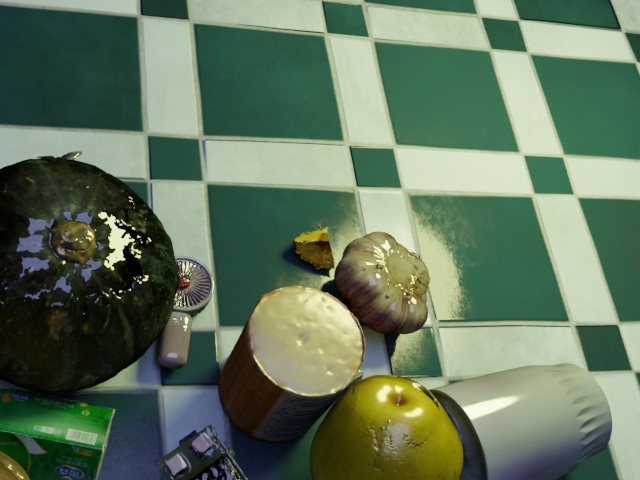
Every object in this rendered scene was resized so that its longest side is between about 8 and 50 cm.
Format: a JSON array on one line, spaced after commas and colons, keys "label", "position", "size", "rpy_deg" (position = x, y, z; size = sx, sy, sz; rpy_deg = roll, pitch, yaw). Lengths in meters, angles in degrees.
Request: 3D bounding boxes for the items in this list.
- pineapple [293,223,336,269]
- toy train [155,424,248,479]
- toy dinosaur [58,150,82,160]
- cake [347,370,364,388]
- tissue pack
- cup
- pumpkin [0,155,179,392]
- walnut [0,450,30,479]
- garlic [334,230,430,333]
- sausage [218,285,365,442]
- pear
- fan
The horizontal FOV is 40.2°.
[{"label": "pineapple", "position": [0.000, 0.000, 1.997], "size": [0.114, 0.077, 0.114], "rpy_deg": [26, 42, -7]}, {"label": "toy train", "position": [-0.186, 0.461, 1.574], "size": [0.134, 0.177, 0.261], "rpy_deg": [-34, 74, -9]}, {"label": "toy dinosaur", "position": [-0.624, -0.112, 1.834], "size": [0.294, 0.077, 0.162], "rpy_deg": [-14, 40, -31]}, {"label": "cake", "position": [0.046, 0.254, 1.870], "size": [0.065, 0.052, 0.121], "rpy_deg": [-7, 62, -17]}, {"label": "tissue pack", "position": [-0.494, 0.376, 1.571], "size": [0.209, 0.156, 0.148], "rpy_deg": [12, 21, -10]}, {"label": "cup", "position": [0.389, 0.388, 1.781], "size": [0.372, 0.253, 0.253], "rpy_deg": [-11, 64, -25]}, {"label": "pumpkin", "position": [-0.490, 0.058, 1.627], "size": [0.455, 0.344, 0.454], "rpy_deg": [14, 54, -20]}, {"label": "walnut", "position": [-0.616, 0.467, 1.369], "size": [0.344, 0.306, 0.306], "rpy_deg": [3, 59, -3]}, {"label": "garlic", "position": [0.133, 0.106, 1.931], "size": [0.245, 0.160, 0.244], "rpy_deg": [24, 40, -23]}, {"label": "sausage", "position": [-0.062, 0.245, 1.695], "size": [0.233, 0.287, 0.233], "rpy_deg": [8, 59, -13]}, {"label": "pear", "position": [0.111, 0.415, 1.628], "size": [0.285, 0.336, 0.285], "rpy_deg": [26, 27, -14]}, {"label": "fan", "position": [-0.292, 0.148, 1.805], "size": [0.130, 0.074, 0.244], "rpy_deg": [10, 58, -13]}]
